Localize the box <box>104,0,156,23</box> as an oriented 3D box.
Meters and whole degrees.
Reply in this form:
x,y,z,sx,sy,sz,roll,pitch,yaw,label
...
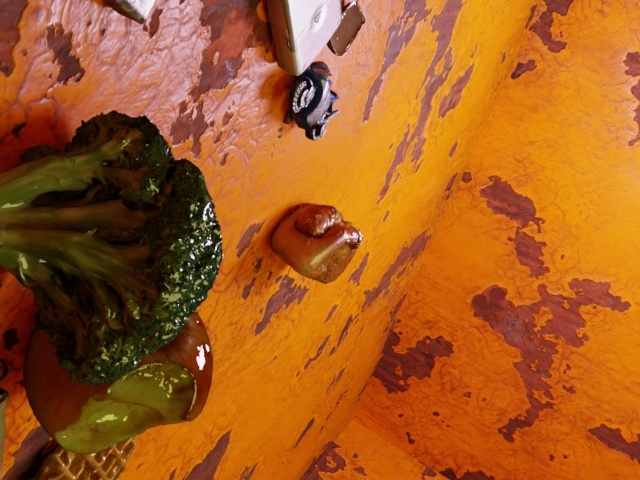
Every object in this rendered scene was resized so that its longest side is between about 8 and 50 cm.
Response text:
x,y,z,sx,sy,sz,roll,pitch,yaw,label
-0.209,-0.277,0.868,0.062,0.045,0.098,-62,162,1,box

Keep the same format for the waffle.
x,y,z,sx,sy,sz,roll,pitch,yaw,label
-0.415,0.420,1.371,0.309,0.065,0.283,-64,163,15,waffle

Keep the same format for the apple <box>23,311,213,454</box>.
x,y,z,sx,sy,sz,roll,pitch,yaw,label
-0.268,0.178,1.098,0.246,0.246,0.226,-38,161,-53,apple

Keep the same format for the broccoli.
x,y,z,sx,sy,sz,roll,pitch,yaw,label
-0.249,0.004,0.896,0.275,0.308,0.307,4,119,-34,broccoli

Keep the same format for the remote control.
x,y,z,sx,sy,sz,roll,pitch,yaw,label
-0.028,-0.391,1.206,0.145,0.050,0.344,-55,163,-20,remote control

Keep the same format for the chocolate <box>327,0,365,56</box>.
x,y,z,sx,sy,sz,roll,pitch,yaw,label
0.037,-0.377,1.457,0.100,0.031,0.064,-60,146,-15,chocolate

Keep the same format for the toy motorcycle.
x,y,z,sx,sy,sz,roll,pitch,yaw,label
-0.012,-0.251,1.457,0.114,0.076,0.205,-66,165,-7,toy motorcycle

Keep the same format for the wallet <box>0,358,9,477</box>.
x,y,z,sx,sy,sz,roll,pitch,yaw,label
-0.499,0.308,0.952,0.335,0.068,0.274,-33,145,-45,wallet

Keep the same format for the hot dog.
x,y,z,sx,sy,sz,roll,pitch,yaw,label
0.000,0.000,1.776,0.153,0.150,0.257,-52,163,3,hot dog
